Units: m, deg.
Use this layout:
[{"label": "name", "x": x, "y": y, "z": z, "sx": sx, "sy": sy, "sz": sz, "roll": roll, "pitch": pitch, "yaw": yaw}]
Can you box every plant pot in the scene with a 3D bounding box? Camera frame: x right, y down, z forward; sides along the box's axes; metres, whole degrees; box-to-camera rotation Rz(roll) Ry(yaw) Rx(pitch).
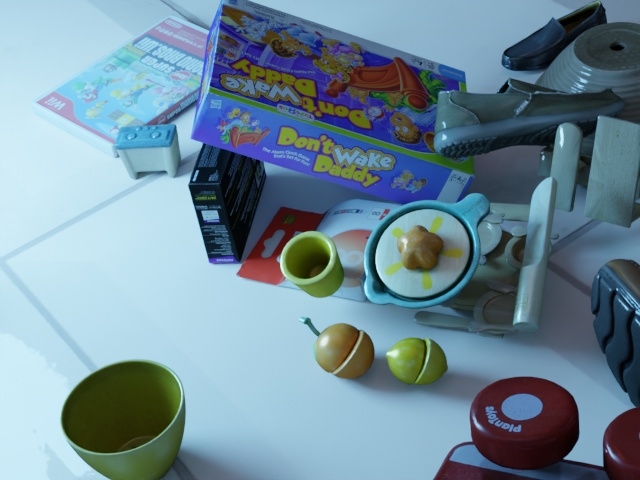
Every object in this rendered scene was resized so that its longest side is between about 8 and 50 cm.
[{"label": "plant pot", "x": 0.392, "y": -0.212, "z": 1.767, "sx": 0.237, "sy": 0.109, "sz": 0.237, "roll": -8, "pitch": 40, "yaw": 6}, {"label": "plant pot", "x": -0.202, "y": 0.208, "z": 1.434, "sx": 0.134, "sy": 0.095, "sz": 0.134, "roll": -7, "pitch": 41, "yaw": 6}]

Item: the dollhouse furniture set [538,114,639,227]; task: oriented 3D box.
[{"label": "dollhouse furniture set", "x": 0.342, "y": -0.110, "z": 1.612, "sx": 0.144, "sy": 0.123, "sz": 0.151, "roll": 17, "pitch": 26, "yaw": 30}]

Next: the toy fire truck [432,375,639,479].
[{"label": "toy fire truck", "x": 0.220, "y": 0.272, "z": 1.176, "sx": 0.302, "sy": 0.169, "sz": 0.254, "roll": 10, "pitch": 37, "yaw": 25}]

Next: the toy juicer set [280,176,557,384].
[{"label": "toy juicer set", "x": 0.123, "y": 0.049, "z": 1.489, "sx": 0.329, "sy": 0.089, "sz": 0.209, "roll": -17, "pitch": 59, "yaw": 11}]

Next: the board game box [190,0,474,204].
[{"label": "board game box", "x": 0.019, "y": -0.175, "z": 1.717, "sx": 0.347, "sy": 0.078, "sz": 0.233, "roll": 16, "pitch": 39, "yaw": -12}]

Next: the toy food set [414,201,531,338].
[{"label": "toy food set", "x": 0.193, "y": 0.039, "z": 1.586, "sx": 0.132, "sy": 0.038, "sz": 0.192, "roll": 7, "pitch": 54, "yaw": 28}]

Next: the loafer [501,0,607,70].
[{"label": "loafer", "x": 0.332, "y": -0.293, "z": 1.910, "sx": 0.170, "sy": 0.061, "sz": 0.062, "roll": -25, "pitch": 43, "yaw": -14}]

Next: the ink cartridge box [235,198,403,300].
[{"label": "ink cartridge box", "x": 0.000, "y": 0.000, "z": 1.667, "sx": 0.179, "sy": 0.045, "sz": 0.145, "roll": 11, "pitch": 45, "yaw": 21}]

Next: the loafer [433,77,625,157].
[{"label": "loafer", "x": 0.255, "y": -0.165, "z": 1.642, "sx": 0.251, "sy": 0.094, "sz": 0.087, "roll": -8, "pitch": 77, "yaw": -15}]

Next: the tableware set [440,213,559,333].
[{"label": "tableware set", "x": 0.192, "y": 0.034, "z": 1.548, "sx": 0.141, "sy": 0.020, "sz": 0.168, "roll": 13, "pitch": 58, "yaw": 32}]

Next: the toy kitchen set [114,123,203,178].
[{"label": "toy kitchen set", "x": -0.187, "y": -0.198, "z": 1.878, "sx": 0.166, "sy": 0.122, "sz": 0.207, "roll": -2, "pitch": 41, "yaw": 12}]

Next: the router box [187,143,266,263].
[{"label": "router box", "x": -0.116, "y": -0.077, "z": 1.713, "sx": 0.046, "sy": 0.133, "sz": 0.179, "roll": 0, "pitch": 41, "yaw": 13}]

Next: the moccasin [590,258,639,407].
[{"label": "moccasin", "x": 0.416, "y": 0.138, "z": 1.336, "sx": 0.147, "sy": 0.139, "sz": 0.380, "roll": -23, "pitch": 39, "yaw": -22}]

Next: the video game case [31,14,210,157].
[{"label": "video game case", "x": -0.266, "y": -0.240, "z": 2.022, "sx": 0.204, "sy": 0.025, "sz": 0.285, "roll": 28, "pitch": 54, "yaw": 37}]
